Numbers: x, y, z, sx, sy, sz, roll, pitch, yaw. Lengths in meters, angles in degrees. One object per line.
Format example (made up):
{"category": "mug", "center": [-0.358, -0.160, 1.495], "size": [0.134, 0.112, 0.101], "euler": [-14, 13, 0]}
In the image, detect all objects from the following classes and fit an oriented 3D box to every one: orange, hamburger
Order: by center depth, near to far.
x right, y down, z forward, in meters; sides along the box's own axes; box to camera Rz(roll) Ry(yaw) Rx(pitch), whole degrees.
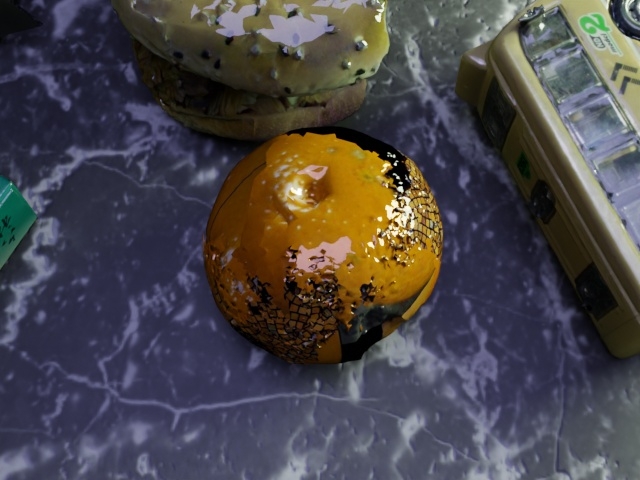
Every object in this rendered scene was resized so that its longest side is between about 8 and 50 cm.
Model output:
{"category": "orange", "center": [0.000, 0.000, 0.799], "size": [0.234, 0.182, 0.235], "euler": [-5, 66, 11]}
{"category": "hamburger", "center": [-0.079, -0.263, 0.883], "size": [0.276, 0.195, 0.318], "euler": [-14, 68, -8]}

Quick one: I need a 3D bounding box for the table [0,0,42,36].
{"category": "table", "center": [-0.376, -0.307, 0.957], "size": [0.175, 0.062, 0.146], "euler": [-2, 66, 33]}

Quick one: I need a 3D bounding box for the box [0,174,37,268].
{"category": "box", "center": [-0.438, -0.033, 0.843], "size": [0.244, 0.092, 0.153], "euler": [28, 71, 8]}

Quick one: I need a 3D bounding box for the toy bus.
{"category": "toy bus", "center": [0.296, -0.079, 0.829], "size": [0.201, 0.177, 0.366], "euler": [-24, 73, -3]}
